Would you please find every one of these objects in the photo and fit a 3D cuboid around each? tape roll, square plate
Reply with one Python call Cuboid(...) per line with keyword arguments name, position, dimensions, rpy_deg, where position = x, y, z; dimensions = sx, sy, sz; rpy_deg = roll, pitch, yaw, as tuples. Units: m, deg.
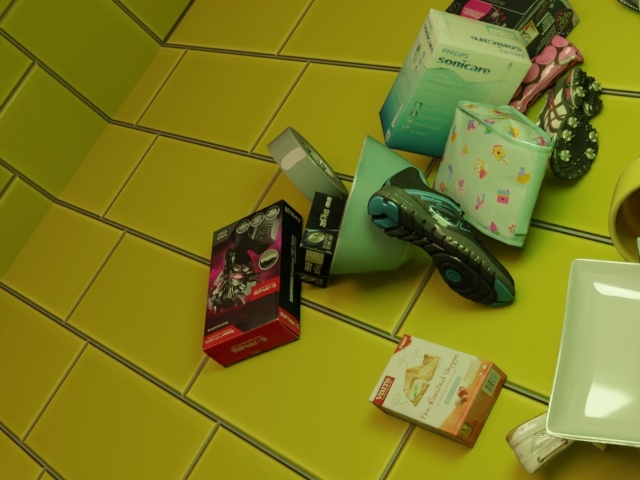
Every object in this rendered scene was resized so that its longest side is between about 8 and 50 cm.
Cuboid(name="tape roll", position=(-0.030, -0.171, 2.359), dimensions=(0.072, 0.219, 0.219), rpy_deg=(-40, 40, 9))
Cuboid(name="square plate", position=(0.557, 0.190, 1.565), dimensions=(0.344, 0.049, 0.347), rpy_deg=(5, 54, 20))

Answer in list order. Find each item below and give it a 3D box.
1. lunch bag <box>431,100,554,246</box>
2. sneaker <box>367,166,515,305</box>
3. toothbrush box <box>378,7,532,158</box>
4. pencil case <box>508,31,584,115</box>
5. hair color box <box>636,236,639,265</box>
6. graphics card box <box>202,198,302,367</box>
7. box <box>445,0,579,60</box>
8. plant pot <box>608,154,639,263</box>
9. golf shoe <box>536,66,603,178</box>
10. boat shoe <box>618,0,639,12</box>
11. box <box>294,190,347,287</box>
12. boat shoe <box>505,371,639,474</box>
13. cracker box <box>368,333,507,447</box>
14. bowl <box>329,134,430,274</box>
Cuboid(name="lunch bag", position=(0.361, -0.135, 1.957), dimensions=(0.262, 0.160, 0.223), rpy_deg=(49, 131, 54))
Cuboid(name="sneaker", position=(0.260, -0.013, 1.919), dimensions=(0.139, 0.341, 0.125), rpy_deg=(-49, 1, -38))
Cuboid(name="toothbrush box", position=(0.282, -0.323, 2.099), dimensions=(0.295, 0.216, 0.126), rpy_deg=(116, 156, -43))
Cuboid(name="pencil case", position=(0.477, -0.353, 2.139), dimensions=(0.209, 0.095, 0.098), rpy_deg=(-46, 33, 7))
Cuboid(name="hair color box", position=(0.680, 0.060, 1.458), dimensions=(0.374, 0.185, 0.113), rpy_deg=(-10, 49, 16))
Cuboid(name="graphics card box", position=(-0.160, 0.099, 2.361), dimensions=(0.233, 0.094, 0.371), rpy_deg=(-24, 44, 28))
Cuboid(name="box", position=(0.445, -0.522, 2.268), dimensions=(0.163, 0.142, 0.247), rpy_deg=(-50, 40, -3))
Cuboid(name="plant pot", position=(0.638, -0.091, 1.677), dimensions=(0.254, 0.254, 0.239), rpy_deg=(-14, 34, 35))
Cuboid(name="golf shoe", position=(0.506, -0.226, 2.022), dimensions=(0.120, 0.105, 0.273), rpy_deg=(-26, 36, 50))
Cuboid(name="boat shoe", position=(0.698, -0.476, 2.002), dimensions=(0.158, 0.127, 0.340), rpy_deg=(-49, 39, -12))
Cuboid(name="box", position=(0.000, 0.000, 2.221), dimensions=(0.078, 0.180, 0.147), rpy_deg=(15, 63, 2))
Cuboid(name="boat shoe", position=(0.453, 0.306, 1.634), dimensions=(0.277, 0.098, 0.096), rpy_deg=(-30, 68, 10))
Cuboid(name="cracker box", position=(0.222, 0.284, 1.875), dimensions=(0.232, 0.067, 0.155), rpy_deg=(12, 67, 48))
Cuboid(name="bowl", position=(0.134, -0.057, 2.099), dimensions=(0.163, 0.311, 0.311), rpy_deg=(15, 61, 1))
